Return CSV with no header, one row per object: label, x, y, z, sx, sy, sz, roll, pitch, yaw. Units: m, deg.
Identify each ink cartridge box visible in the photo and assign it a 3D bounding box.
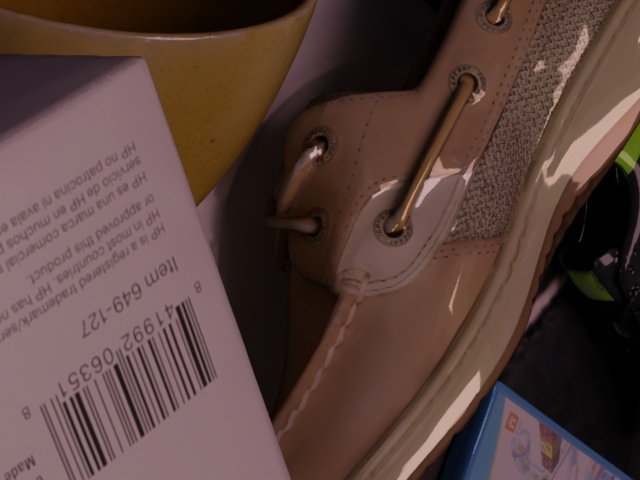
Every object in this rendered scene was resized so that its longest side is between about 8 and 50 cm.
ink cartridge box,-0.120,0.089,0.473,0.171,0.168,0.232,-36,119,-38

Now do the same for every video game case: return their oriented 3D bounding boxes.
video game case,0.102,0.149,0.829,0.166,0.015,0.119,36,68,-42

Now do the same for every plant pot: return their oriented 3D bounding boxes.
plant pot,-0.074,-0.048,0.552,0.134,0.134,0.095,-20,132,-44

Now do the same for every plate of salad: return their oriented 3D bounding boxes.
plate of salad,0.000,0.000,0.678,0.200,0.048,0.199,-10,105,-42

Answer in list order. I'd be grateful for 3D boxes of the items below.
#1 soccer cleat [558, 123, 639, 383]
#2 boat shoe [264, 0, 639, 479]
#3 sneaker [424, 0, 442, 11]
soccer cleat,0.149,0.025,0.843,0.072,0.060,0.178,-22,104,-33
boat shoe,0.028,-0.008,0.612,0.098,0.109,0.302,35,75,-3
sneaker,0.067,-0.123,0.702,0.223,0.098,0.083,47,61,-39
